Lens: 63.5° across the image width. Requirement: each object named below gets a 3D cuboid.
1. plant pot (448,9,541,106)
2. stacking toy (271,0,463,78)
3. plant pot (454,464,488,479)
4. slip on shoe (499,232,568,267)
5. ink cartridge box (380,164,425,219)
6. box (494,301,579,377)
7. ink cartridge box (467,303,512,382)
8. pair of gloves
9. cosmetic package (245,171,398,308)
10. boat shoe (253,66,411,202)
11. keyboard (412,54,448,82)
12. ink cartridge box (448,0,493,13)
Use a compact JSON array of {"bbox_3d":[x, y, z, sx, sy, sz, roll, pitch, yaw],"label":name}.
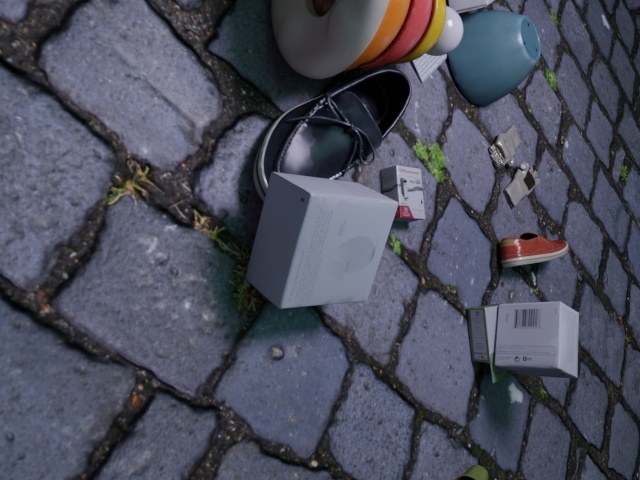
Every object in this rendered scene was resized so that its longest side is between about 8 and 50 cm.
[{"bbox_3d":[0.559,-0.587,1.602,0.290,0.196,0.289,8,78,-43],"label":"plant pot"},{"bbox_3d":[0.165,-0.505,1.147,0.480,0.351,0.350,-2,84,-39],"label":"stacking toy"},{"bbox_3d":[0.401,0.628,1.347,0.079,0.083,0.083,-21,96,-54],"label":"plant pot"},{"bbox_3d":[0.697,0.021,1.680,0.332,0.123,0.101,-6,83,-36],"label":"slip on shoe"},{"bbox_3d":[0.211,-0.118,1.321,0.099,0.056,0.135,1,82,-40],"label":"ink cartridge box"},{"bbox_3d":[0.590,0.270,1.411,0.119,0.181,0.181,26,66,-36],"label":"box"},{"bbox_3d":[0.484,0.291,1.479,0.109,0.062,0.209,0,82,-42],"label":"ink cartridge box"},{"bbox_3d":[0.653,-0.254,1.735,0.204,0.042,0.240,-35,104,-39],"label":"pair of gloves"},{"bbox_3d":[0.000,0.000,1.010,0.225,0.138,0.223,2,112,-42],"label":"cosmetic package"},{"bbox_3d":[0.040,-0.241,1.134,0.500,0.156,0.186,-46,114,-34],"label":"boat shoe"},{"bbox_3d":[0.343,-0.558,1.541,0.072,0.014,0.256,55,53,-19],"label":"keyboard"},{"bbox_3d":[0.468,-0.818,1.564,0.273,0.115,0.198,-49,130,-48],"label":"ink cartridge box"}]
